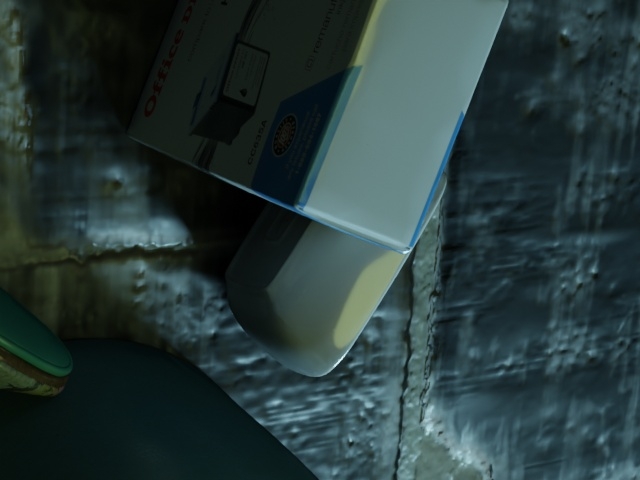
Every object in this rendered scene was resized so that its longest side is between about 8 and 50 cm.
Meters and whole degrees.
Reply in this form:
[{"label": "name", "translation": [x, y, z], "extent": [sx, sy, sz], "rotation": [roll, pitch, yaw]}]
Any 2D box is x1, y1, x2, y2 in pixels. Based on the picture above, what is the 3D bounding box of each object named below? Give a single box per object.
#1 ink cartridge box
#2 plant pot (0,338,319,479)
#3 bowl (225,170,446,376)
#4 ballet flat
[{"label": "ink cartridge box", "translation": [-0.008, -0.088, 0.849], "extent": [0.082, 0.190, 0.140], "rotation": [20, 92, -36]}, {"label": "plant pot", "translation": [-0.090, 0.225, 0.861], "extent": [0.293, 0.235, 0.293], "rotation": [-11, 110, -32]}, {"label": "bowl", "translation": [0.000, 0.000, 0.922], "extent": [0.053, 0.142, 0.142], "rotation": [35, 84, -19]}, {"label": "ballet flat", "translation": [-0.225, 0.022, 0.813], "extent": [0.079, 0.077, 0.221], "rotation": [-42, 121, 5]}]
